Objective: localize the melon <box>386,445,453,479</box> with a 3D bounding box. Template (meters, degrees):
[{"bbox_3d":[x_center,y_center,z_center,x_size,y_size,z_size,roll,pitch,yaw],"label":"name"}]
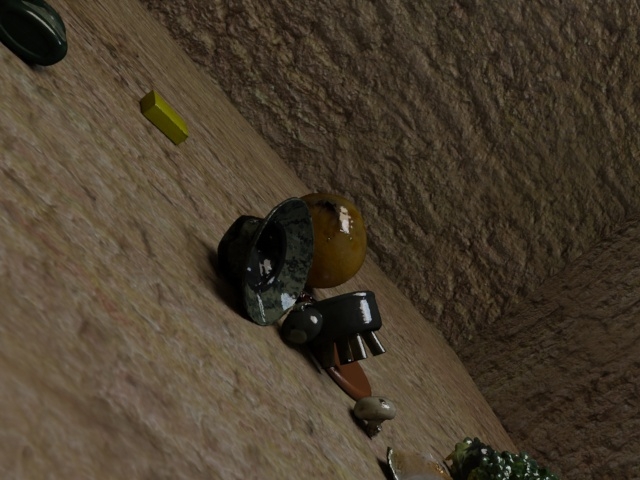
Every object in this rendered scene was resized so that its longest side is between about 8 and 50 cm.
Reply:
[{"bbox_3d":[0.180,0.434,1.208,0.139,0.093,0.202,43,3,0],"label":"melon"}]

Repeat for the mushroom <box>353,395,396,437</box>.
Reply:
[{"bbox_3d":[0.108,0.349,1.269,0.085,0.085,0.079,36,51,-62],"label":"mushroom"}]

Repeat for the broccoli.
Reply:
[{"bbox_3d":[0.375,0.506,1.156,0.334,0.272,0.324,41,34,-79],"label":"broccoli"}]

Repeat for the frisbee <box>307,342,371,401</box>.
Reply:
[{"bbox_3d":[0.035,0.260,1.442,0.251,0.021,0.251,48,9,-10],"label":"frisbee"}]

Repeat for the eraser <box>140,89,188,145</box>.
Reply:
[{"bbox_3d":[-0.386,-0.304,1.589,0.122,0.045,0.097,46,9,-37],"label":"eraser"}]

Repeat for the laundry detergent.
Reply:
[{"bbox_3d":[-0.520,-0.398,1.153,0.144,0.078,0.221,40,13,-34],"label":"laundry detergent"}]

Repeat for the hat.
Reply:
[{"bbox_3d":[-0.119,0.024,1.214,0.128,0.265,0.265,18,-7,25],"label":"hat"}]

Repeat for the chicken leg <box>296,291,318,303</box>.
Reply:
[{"bbox_3d":[-0.028,0.153,1.552,0.062,0.037,0.145,39,0,43],"label":"chicken leg"}]

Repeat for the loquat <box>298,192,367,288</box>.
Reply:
[{"bbox_3d":[0.000,0.000,1.706,0.263,0.263,0.263,49,8,-9],"label":"loquat"}]

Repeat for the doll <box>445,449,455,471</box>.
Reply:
[{"bbox_3d":[0.370,0.597,1.624,0.084,0.073,0.127,-20,62,-47],"label":"doll"}]

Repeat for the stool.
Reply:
[{"bbox_3d":[0.028,0.185,1.302,0.153,0.228,0.139,132,-55,-68],"label":"stool"}]
